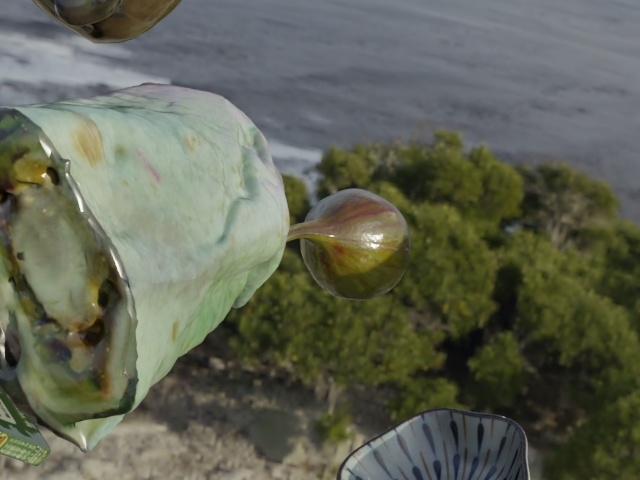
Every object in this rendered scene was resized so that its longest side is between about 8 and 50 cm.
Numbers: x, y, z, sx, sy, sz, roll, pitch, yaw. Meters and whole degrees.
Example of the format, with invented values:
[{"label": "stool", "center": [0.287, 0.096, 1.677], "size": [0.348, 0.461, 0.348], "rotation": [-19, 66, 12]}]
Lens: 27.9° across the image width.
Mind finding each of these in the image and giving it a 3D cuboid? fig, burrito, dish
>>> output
[{"label": "fig", "center": [0.000, 0.000, 1.355], "size": [0.124, 0.124, 0.236], "rotation": [28, 14, 38]}, {"label": "burrito", "center": [-0.076, -0.010, 0.587], "size": [0.089, 0.144, 0.229], "rotation": [-14, 11, 20]}, {"label": "dish", "center": [0.105, 0.232, 1.142], "size": [0.190, 0.066, 0.191], "rotation": [-17, 28, 9]}]

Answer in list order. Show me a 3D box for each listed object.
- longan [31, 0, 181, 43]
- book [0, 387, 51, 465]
[{"label": "longan", "center": [-0.213, -0.327, 1.221], "size": [0.243, 0.300, 0.300], "rotation": [-12, 15, 9]}, {"label": "book", "center": [-0.352, 0.089, 1.081], "size": [0.202, 0.027, 0.264], "rotation": [44, 1, 29]}]
